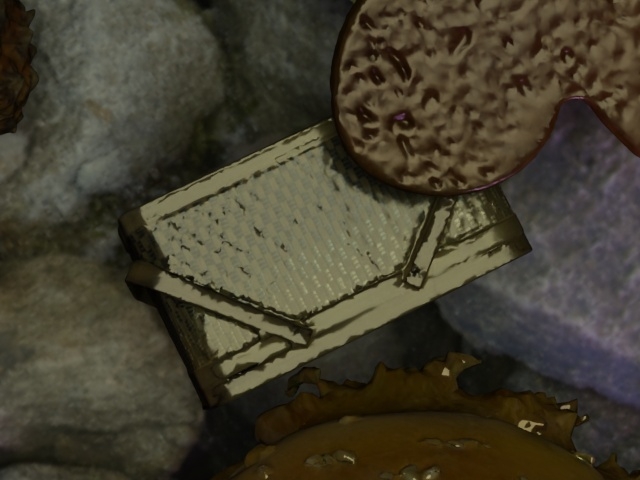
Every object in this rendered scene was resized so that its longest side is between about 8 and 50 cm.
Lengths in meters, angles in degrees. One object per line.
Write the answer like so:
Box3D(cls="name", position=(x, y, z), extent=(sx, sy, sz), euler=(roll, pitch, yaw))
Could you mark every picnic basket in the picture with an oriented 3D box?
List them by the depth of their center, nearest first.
Box3D(cls="picnic basket", position=(0.000, 0.000, 1.312), extent=(0.266, 0.165, 0.139), euler=(-26, 88, -8))

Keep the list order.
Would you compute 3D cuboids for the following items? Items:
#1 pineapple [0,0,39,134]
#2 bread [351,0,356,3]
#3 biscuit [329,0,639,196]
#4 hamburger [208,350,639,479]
Box3D(cls="pineapple", position=(-0.274, -0.154, 1.296), extent=(0.166, 0.166, 0.193), euler=(-17, 71, -7))
Box3D(cls="bread", position=(0.191, -0.267, 1.296), extent=(0.248, 0.279, 0.315), euler=(43, 63, -8))
Box3D(cls="biscuit", position=(0.189, -0.185, 1.225), extent=(0.432, 0.064, 0.283), euler=(-37, 100, 1))
Box3D(cls="hamburger", position=(0.097, 0.225, 1.265), extent=(0.445, 0.268, 0.287), euler=(24, 80, -3))
